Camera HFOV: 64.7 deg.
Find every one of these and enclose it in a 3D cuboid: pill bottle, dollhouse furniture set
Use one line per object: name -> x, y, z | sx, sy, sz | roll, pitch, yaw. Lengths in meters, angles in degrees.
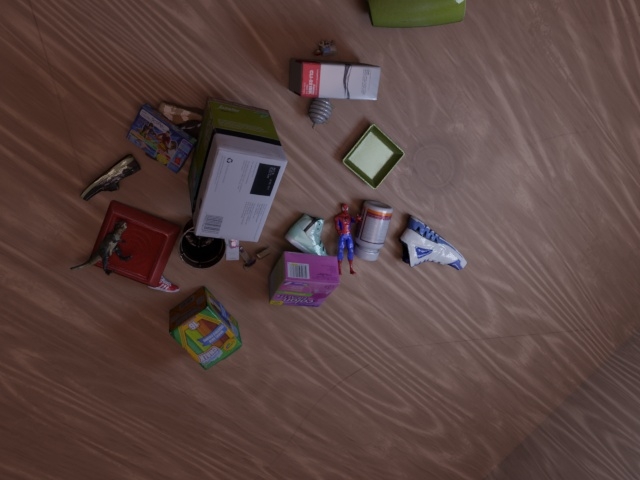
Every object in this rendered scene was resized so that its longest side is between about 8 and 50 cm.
pill bottle -> 0.207, -0.039, 2.025 | 0.121, 0.121, 0.221 | 7, 109, -19
dollhouse furniture set -> -0.263, 0.050, 1.985 | 0.114, 0.091, 0.081 | -31, 75, -27

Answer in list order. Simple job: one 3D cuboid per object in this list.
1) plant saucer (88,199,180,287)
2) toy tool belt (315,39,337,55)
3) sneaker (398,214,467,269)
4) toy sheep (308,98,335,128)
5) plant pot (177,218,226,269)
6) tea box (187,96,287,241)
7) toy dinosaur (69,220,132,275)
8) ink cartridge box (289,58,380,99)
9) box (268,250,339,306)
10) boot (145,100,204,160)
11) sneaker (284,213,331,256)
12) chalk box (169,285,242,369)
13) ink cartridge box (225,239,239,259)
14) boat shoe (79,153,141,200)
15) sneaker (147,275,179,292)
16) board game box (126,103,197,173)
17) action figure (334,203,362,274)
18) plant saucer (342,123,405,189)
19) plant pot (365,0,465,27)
plant saucer -> -0.670, 0.023, 1.810 | 0.258, 0.048, 0.259 | 23, 102, -13
toy tool belt -> 0.017, -0.675, 1.767 | 0.083, 0.052, 0.051 | -10, 82, -16
sneaker -> 0.445, 0.047, 2.138 | 0.315, 0.127, 0.182 | 35, 102, -18
toy sheep -> 0.000, -0.464, 1.819 | 0.091, 0.091, 0.132 | 18, 86, -22
plant pot -> -0.432, -0.001, 1.828 | 0.166, 0.165, 0.167 | -6, 111, -15
tea box -> -0.284, -0.229, 1.641 | 0.219, 0.324, 0.329 | 7, 128, -24
toy dinosaur -> -0.735, 0.048, 1.755 | 0.268, 0.064, 0.118 | -43, 92, 8
ink cartridge box -> 0.044, -0.554, 1.734 | 0.272, 0.197, 0.114 | -3, 113, -15
box -> -0.070, 0.156, 1.953 | 0.213, 0.118, 0.243 | 7, 150, -19
boot -> -0.461, -0.353, 1.744 | 0.248, 0.090, 0.207 | 13, 119, -22
sneaker -> 0.000, 0.000, 1.996 | 0.255, 0.094, 0.151 | 36, 94, -26
chalk box -> -0.427, 0.361, 1.963 | 0.180, 0.179, 0.289 | -36, 116, 0
ink cartridge box -> -0.334, 0.001, 1.900 | 0.052, 0.088, 0.123 | -1, 110, -13
boat shoe -> -0.711, -0.201, 1.716 | 0.223, 0.080, 0.073 | -40, 111, -3
sneaker -> -0.589, 0.156, 1.911 | 0.118, 0.042, 0.067 | 12, 110, -18
board game box -> -0.523, -0.333, 1.664 | 0.201, 0.035, 0.136 | 36, 120, -8
action figure -> 0.106, -0.004, 1.979 | 0.091, 0.139, 0.281 | -3, 91, -9
plant saucer -> 0.200, -0.325, 1.953 | 0.188, 0.045, 0.188 | 37, 97, -25
plant pot -> 0.299, -0.828, 1.686 | 0.293, 0.275, 0.275 | -15, 115, 7
